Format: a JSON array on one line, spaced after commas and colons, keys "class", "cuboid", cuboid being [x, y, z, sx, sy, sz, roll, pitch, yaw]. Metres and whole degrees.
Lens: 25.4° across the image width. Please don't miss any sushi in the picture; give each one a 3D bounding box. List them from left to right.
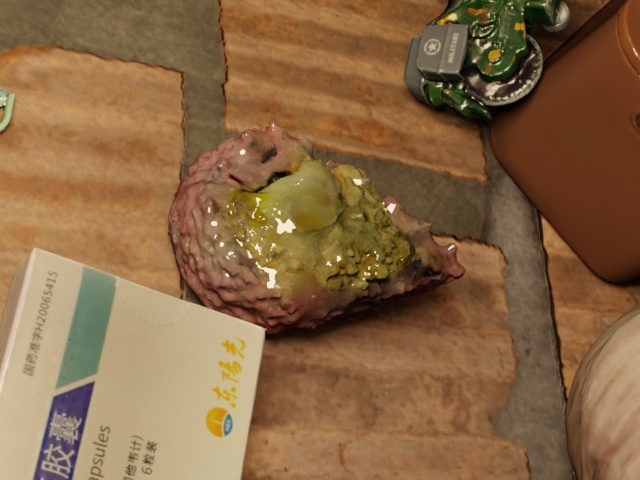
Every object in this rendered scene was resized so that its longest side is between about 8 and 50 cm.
[{"class": "sushi", "cuboid": [-0.010, 0.013, 1.171, 0.241, 0.107, 0.161, 37, 58, -12]}]

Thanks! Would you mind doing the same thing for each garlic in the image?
[{"class": "garlic", "cuboid": [0.345, 0.176, 1.223, 0.317, 0.259, 0.317, 23, 22, -10]}]

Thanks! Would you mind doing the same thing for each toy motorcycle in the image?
[{"class": "toy motorcycle", "cuboid": [0.143, -0.245, 1.358, 0.125, 0.187, 0.274, 43, 57, -59]}]

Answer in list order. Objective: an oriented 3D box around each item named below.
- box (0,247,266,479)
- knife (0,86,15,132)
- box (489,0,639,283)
[{"class": "box", "cuboid": [-0.160, 0.194, 1.016, 0.200, 0.065, 0.343, 21, 59, -22]}, {"class": "knife", "cuboid": [-0.339, -0.117, 1.086, 0.212, 0.015, 0.054, 15, 69, -26]}, {"class": "box", "cuboid": [0.361, -0.146, 1.387, 0.239, 0.229, 0.339, 49, 53, -3]}]
